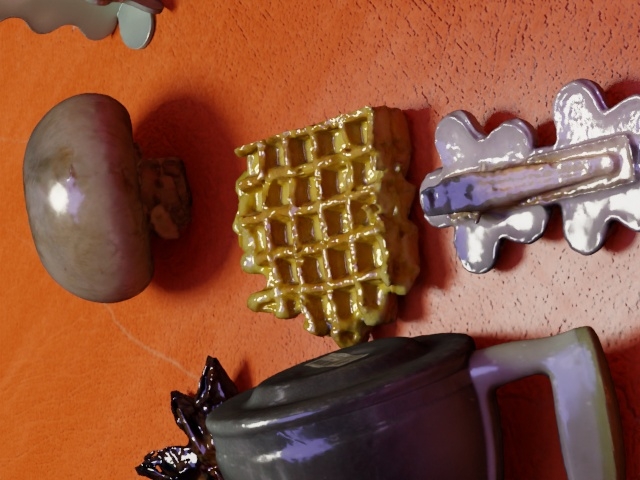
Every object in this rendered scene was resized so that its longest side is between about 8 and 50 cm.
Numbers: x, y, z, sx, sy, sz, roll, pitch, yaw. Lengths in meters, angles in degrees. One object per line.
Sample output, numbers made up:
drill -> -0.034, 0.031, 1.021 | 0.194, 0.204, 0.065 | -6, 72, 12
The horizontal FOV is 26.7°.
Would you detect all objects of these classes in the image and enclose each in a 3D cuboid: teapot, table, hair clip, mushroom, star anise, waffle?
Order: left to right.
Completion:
table -> -0.282, -0.299, 1.476 | 0.166, 0.198, 0.167 | 0, 90, 44
mushroom -> -0.228, -0.047, 1.446 | 0.226, 0.178, 0.227 | 163, 90, -82
star anise -> -0.128, 0.223, 1.427 | 0.157, 0.053, 0.213 | 7, 97, 42
waffle -> 0.000, 0.000, 1.304 | 0.229, 0.057, 0.219 | -14, 80, 43
teapot -> 0.086, 0.201, 1.158 | 0.239, 0.321, 0.239 | -171, 63, -82
hair clip -> 0.179, -0.054, 1.131 | 0.257, 0.075, 0.146 | -12, 84, 36
